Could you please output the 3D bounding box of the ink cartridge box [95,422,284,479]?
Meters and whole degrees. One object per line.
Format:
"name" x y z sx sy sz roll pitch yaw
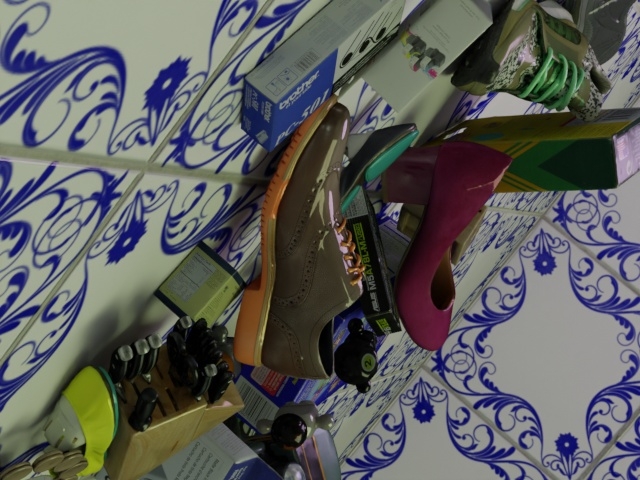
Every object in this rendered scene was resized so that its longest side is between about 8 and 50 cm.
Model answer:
"ink cartridge box" -0.175 0.314 1.951 0.045 0.224 0.223 -34 159 -49

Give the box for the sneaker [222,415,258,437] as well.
"sneaker" -0.078 0.303 2.409 0.134 0.146 0.343 -52 166 11

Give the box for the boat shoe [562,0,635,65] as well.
"boat shoe" 0.424 -0.384 2.283 0.118 0.103 0.320 -26 155 -13

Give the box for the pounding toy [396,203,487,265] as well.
"pounding toy" 0.182 -0.045 2.283 0.100 0.130 0.141 -56 171 -16

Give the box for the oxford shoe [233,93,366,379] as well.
"oxford shoe" 0.000 0.000 1.731 0.130 0.132 0.364 -55 161 -57

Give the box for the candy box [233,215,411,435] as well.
"candy box" 0.016 0.129 2.285 0.317 0.122 0.268 -28 153 -55

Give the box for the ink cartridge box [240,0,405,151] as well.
"ink cartridge box" 0.005 -0.189 1.530 0.207 0.046 0.097 -44 165 -23

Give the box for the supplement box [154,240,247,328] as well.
"supplement box" -0.137 0.057 1.725 0.083 0.056 0.083 -48 167 -6

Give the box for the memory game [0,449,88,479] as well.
"memory game" -0.343 0.282 1.658 0.186 0.012 0.186 -27 162 -9

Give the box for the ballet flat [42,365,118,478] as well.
"ballet flat" -0.278 0.219 1.699 0.077 0.077 0.231 -25 159 -24

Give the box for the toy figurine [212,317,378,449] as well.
"toy figurine" -0.042 0.158 1.983 0.209 0.213 0.148 -47 179 8

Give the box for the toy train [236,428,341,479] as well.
"toy train" -0.131 0.341 2.114 0.334 0.142 0.190 -14 -179 38

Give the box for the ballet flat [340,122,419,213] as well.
"ballet flat" 0.036 -0.088 1.860 0.203 0.074 0.074 -48 167 -11

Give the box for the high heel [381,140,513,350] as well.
"high heel" 0.197 0.023 2.135 0.127 0.181 0.377 -67 153 -42

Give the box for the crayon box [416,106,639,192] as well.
"crayon box" 0.321 -0.133 2.207 0.202 0.318 0.081 -29 114 -53

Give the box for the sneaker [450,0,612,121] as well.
"sneaker" 0.327 -0.246 2.121 0.158 0.182 0.410 -56 166 24

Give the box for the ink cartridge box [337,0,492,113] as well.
"ink cartridge box" 0.105 -0.208 1.652 0.181 0.061 0.104 -43 -170 18

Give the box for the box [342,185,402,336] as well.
"box" 0.067 0.027 2.053 0.045 0.191 0.184 -13 168 3

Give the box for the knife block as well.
"knife block" -0.210 0.188 1.699 0.275 0.088 0.242 -35 161 21
